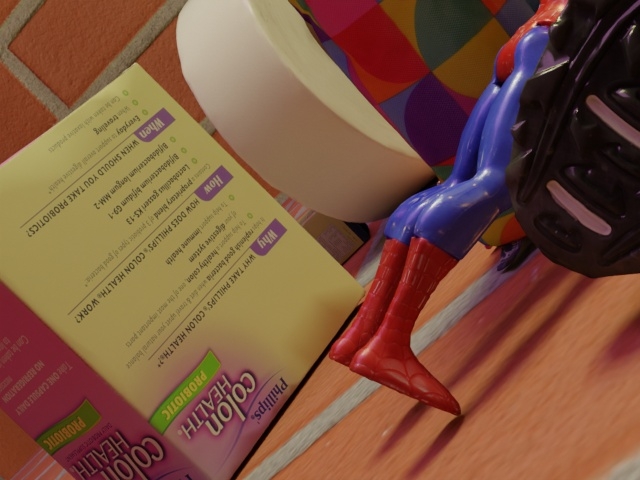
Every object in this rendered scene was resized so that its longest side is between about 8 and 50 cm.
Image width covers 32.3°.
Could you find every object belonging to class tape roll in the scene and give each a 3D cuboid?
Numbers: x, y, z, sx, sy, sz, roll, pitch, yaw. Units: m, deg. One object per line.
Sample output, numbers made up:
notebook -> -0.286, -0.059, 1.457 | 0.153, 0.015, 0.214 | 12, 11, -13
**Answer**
tape roll -> 0.008, -0.159, 1.034 | 0.100, 0.286, 0.286 | -42, 6, 33

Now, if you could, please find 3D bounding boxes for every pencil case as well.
pencil case -> 0.054, -0.100, 0.562 | 0.104, 0.236, 0.104 | -37, 12, 9

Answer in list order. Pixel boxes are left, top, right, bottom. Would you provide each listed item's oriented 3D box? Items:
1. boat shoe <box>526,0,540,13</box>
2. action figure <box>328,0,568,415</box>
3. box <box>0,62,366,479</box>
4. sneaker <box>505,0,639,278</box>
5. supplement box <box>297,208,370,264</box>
boat shoe -> 0.179, -0.161, 0.787 | 0.109, 0.089, 0.258 | -45, 5, 2
action figure -> 0.122, -0.051, 0.481 | 0.091, 0.139, 0.280 | -173, 106, -80
box -> -0.127, 0.037, 0.770 | 0.117, 0.243, 0.213 | -40, 8, 45
sneaker -> 0.172, -0.091, 0.384 | 0.271, 0.100, 0.108 | -48, -19, -3
supplement box -> 0.000, 0.000, 1.101 | 0.083, 0.056, 0.083 | -44, 5, 7
